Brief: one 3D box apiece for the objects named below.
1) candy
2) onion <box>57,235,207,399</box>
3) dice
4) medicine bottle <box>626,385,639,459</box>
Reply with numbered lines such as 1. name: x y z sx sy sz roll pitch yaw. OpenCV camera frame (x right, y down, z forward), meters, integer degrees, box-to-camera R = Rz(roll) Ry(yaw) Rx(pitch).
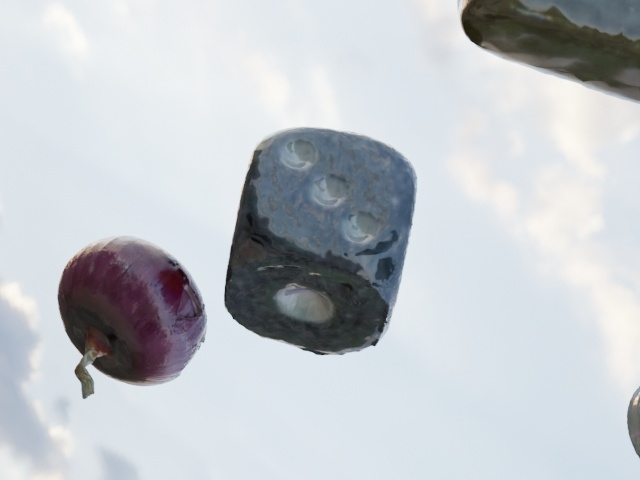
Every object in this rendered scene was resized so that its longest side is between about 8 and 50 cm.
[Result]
1. candy: 0.236 -0.201 1.589 0.102 0.234 0.104 124 -21 -65
2. onion: -0.209 0.079 1.958 0.177 0.153 0.177 10 -75 43
3. dice: 0.000 0.000 1.877 0.181 0.182 0.183 104 -2 -56
4. medicine bottle: 0.406 0.125 1.584 0.179 0.124 0.324 59 -35 8
